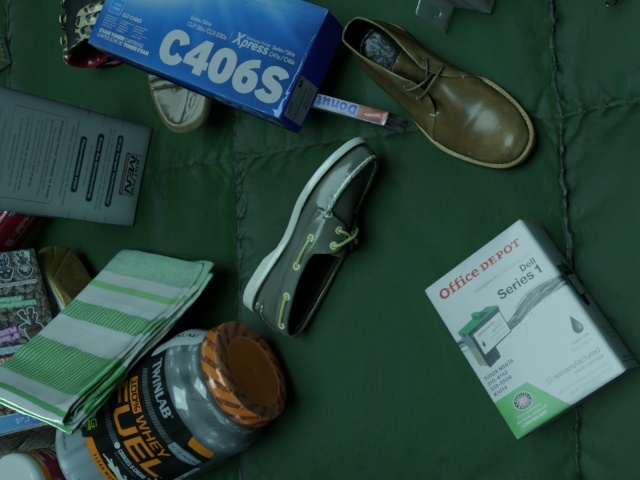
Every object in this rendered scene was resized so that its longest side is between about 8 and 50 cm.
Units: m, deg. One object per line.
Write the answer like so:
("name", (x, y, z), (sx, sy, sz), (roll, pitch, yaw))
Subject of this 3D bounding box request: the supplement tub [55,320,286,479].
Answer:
("supplement tub", (-0.215, 0.253, 1.335), (0.316, 0.193, 0.194), (-33, 70, 24))

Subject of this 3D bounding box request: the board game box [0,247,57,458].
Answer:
("board game box", (-0.525, 0.195, 1.500), (0.232, 0.141, 0.291), (-40, 65, 53))

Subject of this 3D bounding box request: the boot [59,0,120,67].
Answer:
("boot", (-0.425, -0.433, 1.555), (0.377, 0.138, 0.284), (-13, 79, 23))

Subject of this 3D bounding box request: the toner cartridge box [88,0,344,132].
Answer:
("toner cartridge box", (-0.154, -0.294, 1.318), (0.347, 0.075, 0.165), (24, 88, 22))

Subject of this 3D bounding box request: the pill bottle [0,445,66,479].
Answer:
("pill bottle", (-0.388, 0.374, 1.409), (0.121, 0.221, 0.121), (-3, 85, 31))

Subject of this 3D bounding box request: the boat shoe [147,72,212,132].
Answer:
("boat shoe", (-0.209, -0.307, 1.436), (0.109, 0.098, 0.302), (-13, 77, 15))

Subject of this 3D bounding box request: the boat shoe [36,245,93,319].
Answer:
("boat shoe", (-0.396, 0.139, 1.515), (0.277, 0.098, 0.096), (56, 132, 24))

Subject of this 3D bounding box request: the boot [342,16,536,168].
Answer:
("boot", (0.145, -0.196, 1.208), (0.305, 0.115, 0.112), (41, 104, 25))

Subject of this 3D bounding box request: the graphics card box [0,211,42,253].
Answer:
("graphics card box", (-0.642, -0.118, 1.637), (0.371, 0.094, 0.233), (31, 83, 27))

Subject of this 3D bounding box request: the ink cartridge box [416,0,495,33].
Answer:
("ink cartridge box", (0.195, -0.364, 1.196), (0.061, 0.104, 0.181), (21, 97, 30))

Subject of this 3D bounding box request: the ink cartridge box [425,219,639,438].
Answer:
("ink cartridge box", (0.255, 0.106, 1.128), (0.160, 0.092, 0.219), (-40, 68, 21))

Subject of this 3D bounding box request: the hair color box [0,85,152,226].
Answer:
("hair color box", (-0.420, -0.127, 1.396), (0.105, 0.347, 0.174), (13, 92, 30))

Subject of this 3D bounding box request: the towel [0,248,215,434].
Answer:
("towel", (-0.329, 0.132, 1.359), (0.248, 0.038, 0.325), (7, 45, 41))

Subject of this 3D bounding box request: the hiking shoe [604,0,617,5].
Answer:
("hiking shoe", (0.317, -0.445, 1.126), (0.132, 0.113, 0.304), (-37, 69, 22))

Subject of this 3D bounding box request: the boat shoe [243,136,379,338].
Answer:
("boat shoe", (0.003, 0.000, 1.281), (0.091, 0.109, 0.305), (42, 112, 26))

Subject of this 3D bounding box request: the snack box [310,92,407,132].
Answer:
("snack box", (0.031, -0.187, 1.300), (0.178, 0.064, 0.022), (20, 95, 30))

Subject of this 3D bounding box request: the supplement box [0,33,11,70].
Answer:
("supplement box", (-0.630, -0.339, 1.718), (0.098, 0.036, 0.062), (-25, 74, 27))
